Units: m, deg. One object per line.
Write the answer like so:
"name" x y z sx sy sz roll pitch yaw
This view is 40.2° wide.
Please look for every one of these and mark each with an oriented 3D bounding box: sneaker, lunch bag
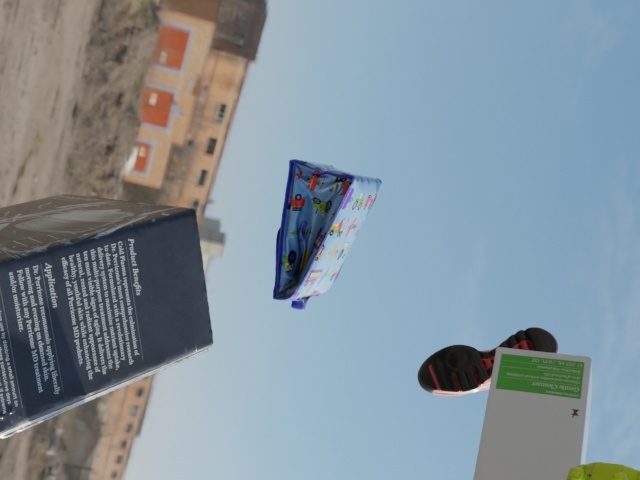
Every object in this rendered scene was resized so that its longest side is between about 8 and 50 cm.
"sneaker" 0.375 0.297 1.947 0.136 0.314 0.116 68 9 -53
"lunch bag" 0.000 0.000 1.737 0.221 0.138 0.293 -5 111 -72

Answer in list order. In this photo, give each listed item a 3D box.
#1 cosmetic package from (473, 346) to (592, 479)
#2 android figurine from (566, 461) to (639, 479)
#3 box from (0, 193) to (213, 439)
"cosmetic package" 0.411 0.405 1.687 0.155 0.197 0.365 72 28 -46
"android figurine" 0.446 0.398 1.232 0.248 0.273 0.056 -5 -135 45
"box" -0.541 0.107 1.639 0.480 0.472 0.297 7 -73 42
